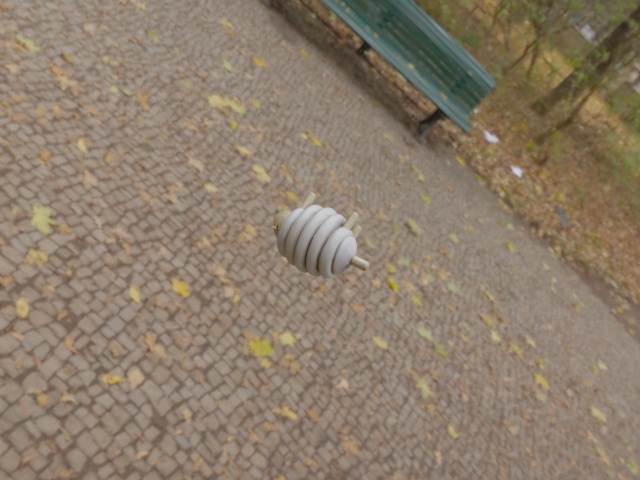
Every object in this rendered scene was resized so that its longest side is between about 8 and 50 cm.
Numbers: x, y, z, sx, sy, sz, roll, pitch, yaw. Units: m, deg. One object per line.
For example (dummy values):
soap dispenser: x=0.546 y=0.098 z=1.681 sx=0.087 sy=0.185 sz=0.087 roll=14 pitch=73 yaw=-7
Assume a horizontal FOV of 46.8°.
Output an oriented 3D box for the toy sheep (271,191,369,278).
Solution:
toy sheep: x=0.000 y=0.000 z=0.864 sx=0.132 sy=0.091 sz=0.091 roll=25 pitch=16 yaw=25
